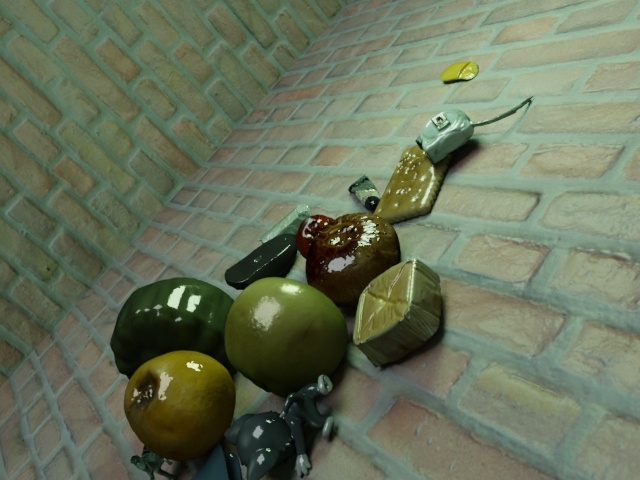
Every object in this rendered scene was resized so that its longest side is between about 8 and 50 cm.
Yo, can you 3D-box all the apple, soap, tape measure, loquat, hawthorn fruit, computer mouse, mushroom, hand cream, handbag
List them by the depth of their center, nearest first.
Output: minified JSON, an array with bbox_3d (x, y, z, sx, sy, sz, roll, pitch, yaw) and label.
[{"bbox_3d":[-0.241,0.579,1.567,0.144,0.057,0.221,-47,25,4],"label":"handbag"},{"bbox_3d":[-0.085,0.229,1.637,0.292,0.292,0.254,0,54,56],"label":"apple"},{"bbox_3d":[-0.335,0.404,1.716,0.275,0.275,0.275,-34,27,20],"label":"loquat"},{"bbox_3d":[0.071,0.046,1.788,0.278,0.163,0.297,-33,28,21],"label":"mushroom"},{"bbox_3d":[0.416,-0.345,1.914,0.330,0.084,0.164,-35,38,7],"label":"tape measure"},{"bbox_3d":[0.000,0.000,2.021,0.148,0.148,0.172,-46,-2,-3],"label":"hawthorn fruit"},{"bbox_3d":[0.139,-0.143,2.130,0.075,0.052,0.248,-20,20,-2],"label":"hand cream"},{"bbox_3d":[-0.172,0.081,2.163,0.269,0.086,0.137,-36,30,-23],"label":"computer mouse"},{"bbox_3d":[0.462,-0.562,2.295,0.089,0.033,0.168,-53,27,-13],"label":"soap"}]

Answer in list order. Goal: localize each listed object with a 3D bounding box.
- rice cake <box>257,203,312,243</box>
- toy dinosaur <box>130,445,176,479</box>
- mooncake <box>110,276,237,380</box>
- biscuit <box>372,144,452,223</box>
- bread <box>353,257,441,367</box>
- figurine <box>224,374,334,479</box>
[{"bbox_3d":[-0.112,-0.039,2.313,0.206,0.063,0.069,-42,31,8],"label":"rice cake"},{"bbox_3d":[-0.397,0.558,1.808,0.076,0.129,0.383,-36,-1,0],"label":"toy dinosaur"},{"bbox_3d":[-0.389,0.278,1.895,0.356,0.356,0.194,-33,30,23],"label":"mooncake"},{"bbox_3d":[0.269,-0.178,1.982,0.217,0.044,0.325,-17,37,47],"label":"biscuit"},{"bbox_3d":[0.172,0.159,1.526,0.192,0.110,0.210,-36,25,31],"label":"bread"},{"bbox_3d":[-0.073,0.408,1.486,0.265,0.140,0.193,-52,39,18],"label":"figurine"}]
